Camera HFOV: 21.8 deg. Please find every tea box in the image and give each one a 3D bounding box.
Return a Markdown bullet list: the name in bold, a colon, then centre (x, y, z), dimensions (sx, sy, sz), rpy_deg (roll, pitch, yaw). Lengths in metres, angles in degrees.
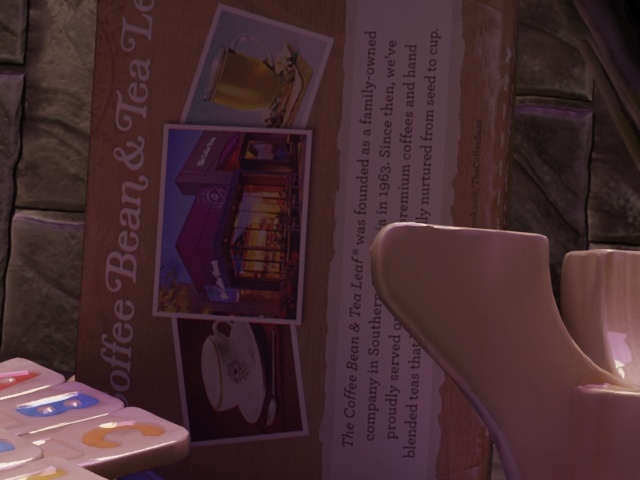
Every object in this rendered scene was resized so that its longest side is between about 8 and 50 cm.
- **tea box**: centre (0.000, 0.000, 0.974), dimensions (0.220, 0.329, 0.323), rpy_deg (3, -1, 7)

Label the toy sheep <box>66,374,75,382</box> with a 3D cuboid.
- **toy sheep**: centre (-0.138, 0.132, 1.311), dimensions (0.132, 0.091, 0.091), rpy_deg (17, -4, -7)

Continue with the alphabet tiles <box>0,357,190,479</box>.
- **alphabet tiles**: centre (-0.209, 0.092, 0.692), dimensions (0.278, 0.021, 0.284), rpy_deg (-10, 14, -35)

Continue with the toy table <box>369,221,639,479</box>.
- **toy table**: centre (0.139, 0.081, 0.702), dimensions (0.274, 0.160, 0.252), rpy_deg (5, -3, -18)

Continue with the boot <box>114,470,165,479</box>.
- **boot**: centre (-0.145, 0.122, 0.800), dimensions (0.086, 0.069, 0.190), rpy_deg (14, 0, -37)

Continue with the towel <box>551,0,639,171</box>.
- **towel**: centre (0.232, 0.000, 0.580), dimensions (0.090, 0.320, 0.374), rpy_deg (-37, -15, 29)
